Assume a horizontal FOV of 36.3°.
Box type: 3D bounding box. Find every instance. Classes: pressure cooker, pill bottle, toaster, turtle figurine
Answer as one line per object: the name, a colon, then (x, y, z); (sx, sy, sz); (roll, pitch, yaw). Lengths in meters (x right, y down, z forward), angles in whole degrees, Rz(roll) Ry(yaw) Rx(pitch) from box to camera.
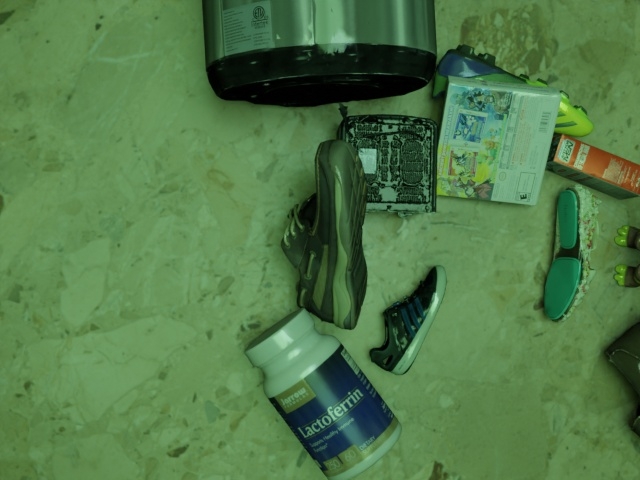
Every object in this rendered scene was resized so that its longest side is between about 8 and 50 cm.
pressure cooker: (-0.003, -0.432, 1.500); (0.369, 0.375, 0.421); (-4, 91, -2)
pill bottle: (0.001, 0.251, 1.606); (0.153, 0.153, 0.265); (-37, 92, -5)
toaster: (0.106, -0.132, 1.639); (0.167, 0.110, 0.186); (1, 90, -6)
turtle figurine: (0.564, 0.013, 1.627); (0.087, 0.217, 0.270); (-11, 90, -5)

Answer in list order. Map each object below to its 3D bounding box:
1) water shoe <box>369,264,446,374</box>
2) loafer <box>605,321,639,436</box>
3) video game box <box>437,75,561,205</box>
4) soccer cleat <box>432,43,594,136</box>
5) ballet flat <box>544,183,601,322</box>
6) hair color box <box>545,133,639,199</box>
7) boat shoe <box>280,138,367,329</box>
water shoe: (0.149, 0.127, 1.661); (0.080, 0.073, 0.203); (24, 87, -2)
loafer: (0.605, 0.312, 1.690); (0.130, 0.134, 0.366); (-25, 82, 18)
video game box: (0.289, -0.165, 1.639); (0.187, 0.048, 0.205); (6, 118, -3)
soccer cleat: (0.327, -0.232, 1.677); (0.289, 0.093, 0.121); (25, 99, -4)
ballet flat: (0.446, 0.025, 1.688); (0.077, 0.091, 0.241); (6, 93, -30)
hair color box: (0.469, -0.126, 1.682); (0.167, 0.093, 0.053); (20, 87, -5)
boat shoe: (0.000, 0.000, 1.550); (0.130, 0.132, 0.356); (7, 128, 12)
